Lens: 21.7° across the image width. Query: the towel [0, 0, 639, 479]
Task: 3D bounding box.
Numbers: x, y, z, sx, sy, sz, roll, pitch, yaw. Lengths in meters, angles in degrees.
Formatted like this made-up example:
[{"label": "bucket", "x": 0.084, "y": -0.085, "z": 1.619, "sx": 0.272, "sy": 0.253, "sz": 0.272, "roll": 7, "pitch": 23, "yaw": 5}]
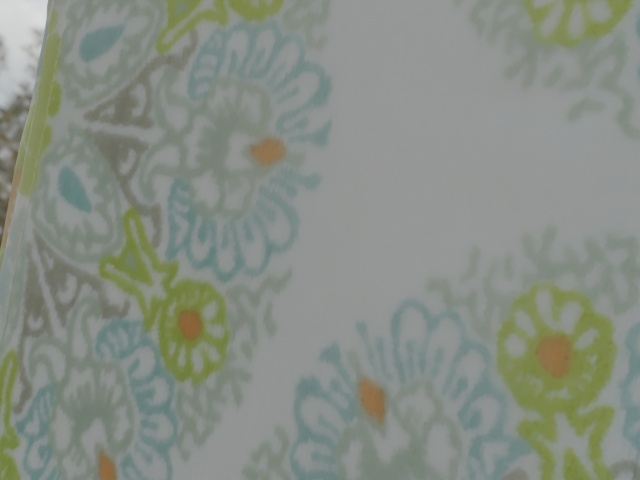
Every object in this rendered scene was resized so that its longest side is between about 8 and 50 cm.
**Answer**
[{"label": "towel", "x": 0.000, "y": 0.000, "z": 0.689, "sx": 0.374, "sy": 0.320, "sz": 0.090, "roll": 9, "pitch": 0, "yaw": 44}]
